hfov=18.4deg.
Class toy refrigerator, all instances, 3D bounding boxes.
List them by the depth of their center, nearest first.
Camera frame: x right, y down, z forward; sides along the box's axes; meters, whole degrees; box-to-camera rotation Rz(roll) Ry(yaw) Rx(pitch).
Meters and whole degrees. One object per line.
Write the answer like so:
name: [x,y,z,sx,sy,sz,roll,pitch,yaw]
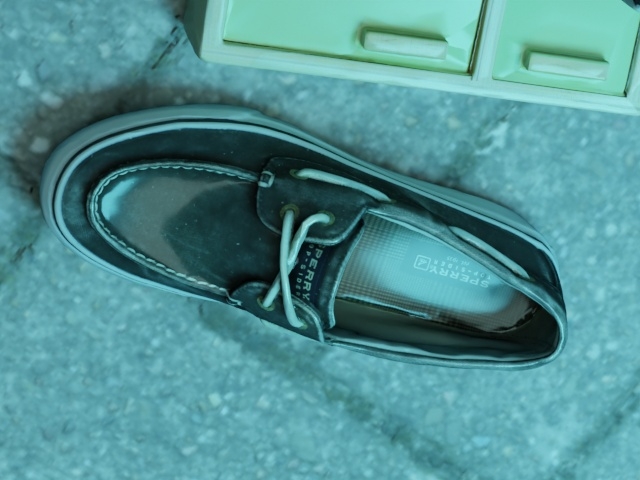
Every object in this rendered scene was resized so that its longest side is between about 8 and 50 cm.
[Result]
toy refrigerator: [0.063,-0.146,1.159,0.270,0.094,0.102,7,108,-13]

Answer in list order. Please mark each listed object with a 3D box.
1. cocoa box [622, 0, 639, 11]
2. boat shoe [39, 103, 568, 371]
cocoa box: [0.242,-0.245,1.020,0.228,0.347,0.231,10,108,-14]
boat shoe: [0.000,0.000,1.186,0.335,0.119,0.121,10,107,-14]
